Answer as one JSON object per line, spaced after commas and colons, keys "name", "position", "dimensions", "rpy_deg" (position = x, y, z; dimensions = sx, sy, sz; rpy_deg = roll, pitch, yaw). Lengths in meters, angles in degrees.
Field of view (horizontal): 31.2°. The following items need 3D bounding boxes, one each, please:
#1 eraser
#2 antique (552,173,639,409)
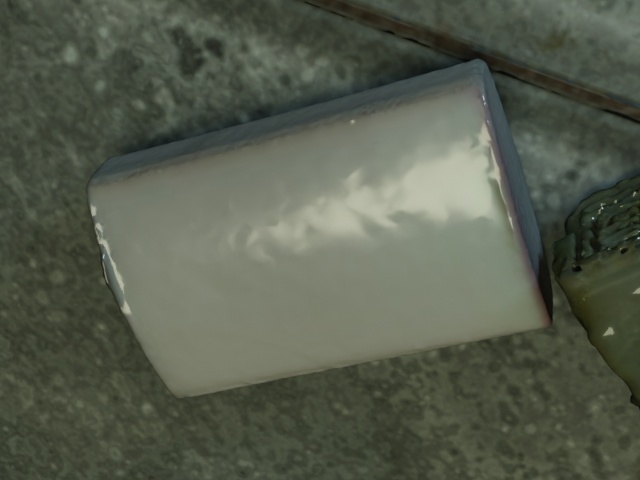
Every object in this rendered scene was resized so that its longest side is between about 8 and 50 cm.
{"name": "eraser", "position": [0.000, 0.000, 0.750], "dimensions": [0.270, 0.095, 0.174], "rpy_deg": [-13, 114, 19]}
{"name": "antique", "position": [0.274, 0.085, 0.715], "dimensions": [0.150, 0.125, 0.284], "rpy_deg": [-26, 108, 25]}
